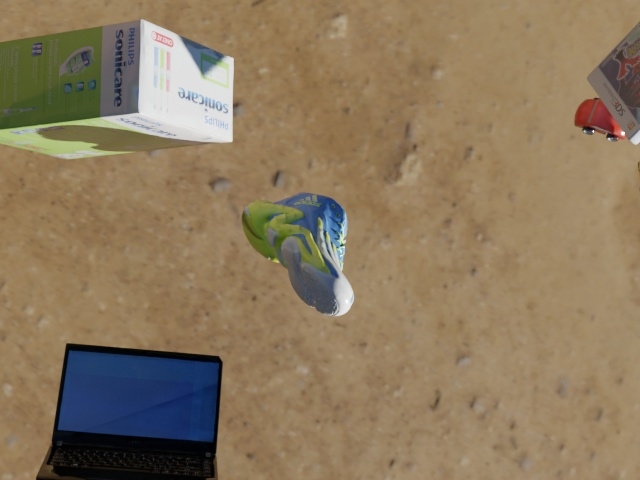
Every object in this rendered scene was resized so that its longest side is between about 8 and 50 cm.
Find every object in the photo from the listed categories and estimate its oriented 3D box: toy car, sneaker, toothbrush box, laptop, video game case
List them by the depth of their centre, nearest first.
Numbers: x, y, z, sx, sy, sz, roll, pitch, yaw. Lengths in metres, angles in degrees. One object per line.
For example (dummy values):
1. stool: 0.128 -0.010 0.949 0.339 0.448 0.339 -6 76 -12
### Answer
1. sneaker: 0.000 0.000 1.524 0.126 0.240 0.091 -26 134 -20
2. toothbrush box: -0.284 -0.187 1.529 0.206 0.283 0.122 11 79 -61
3. laptop: -0.251 0.240 1.619 0.234 0.264 0.136 5 95 -6
4. video game case: 0.502 -0.267 1.767 0.023 0.183 0.201 27 118 -30
5. toy car: 0.558 -0.197 1.928 0.225 0.239 0.053 -39 155 10
